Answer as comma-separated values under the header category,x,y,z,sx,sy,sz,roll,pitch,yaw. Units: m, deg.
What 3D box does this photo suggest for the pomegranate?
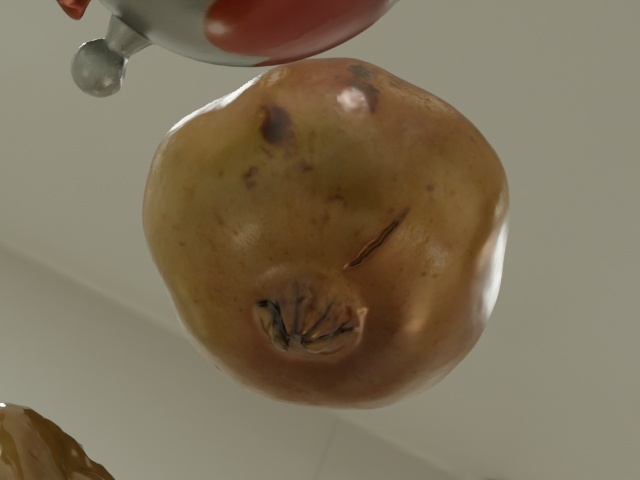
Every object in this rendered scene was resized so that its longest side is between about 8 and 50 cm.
category,x,y,z,sx,sy,sz,roll,pitch,yaw
pomegranate,0.003,-0.002,0.931,0.209,0.209,0.209,13,-39,11

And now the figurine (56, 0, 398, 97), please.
category,x,y,z,sx,sy,sz,roll,pitch,yaw
figurine,-0.001,-0.122,0.512,0.226,0.183,0.160,-18,-83,19

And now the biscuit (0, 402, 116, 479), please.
category,x,y,z,sx,sy,sz,roll,pitch,yaw
biscuit,-0.034,0.197,0.388,0.051,0.376,0.269,-26,-44,8
